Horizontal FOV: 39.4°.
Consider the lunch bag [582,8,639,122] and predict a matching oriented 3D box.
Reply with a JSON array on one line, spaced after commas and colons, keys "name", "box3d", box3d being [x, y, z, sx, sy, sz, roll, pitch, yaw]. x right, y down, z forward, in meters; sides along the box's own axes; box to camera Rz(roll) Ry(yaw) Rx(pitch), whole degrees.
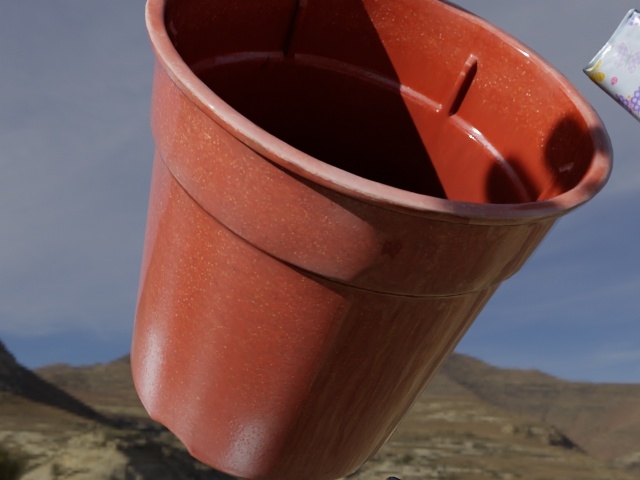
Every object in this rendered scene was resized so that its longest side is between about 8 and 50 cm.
[{"name": "lunch bag", "box3d": [0.196, -0.087, 0.486, 0.083, 0.071, 0.053, -2, -44, -49]}]

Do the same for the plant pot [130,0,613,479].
[{"name": "plant pot", "box3d": [0.000, 0.000, 0.576, 0.272, 0.272, 0.265, 7, -52, -19]}]

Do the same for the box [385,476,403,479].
[{"name": "box", "box3d": [0.126, 0.157, 0.332, 0.225, 0.036, 0.136, 23, -12, 17]}]
